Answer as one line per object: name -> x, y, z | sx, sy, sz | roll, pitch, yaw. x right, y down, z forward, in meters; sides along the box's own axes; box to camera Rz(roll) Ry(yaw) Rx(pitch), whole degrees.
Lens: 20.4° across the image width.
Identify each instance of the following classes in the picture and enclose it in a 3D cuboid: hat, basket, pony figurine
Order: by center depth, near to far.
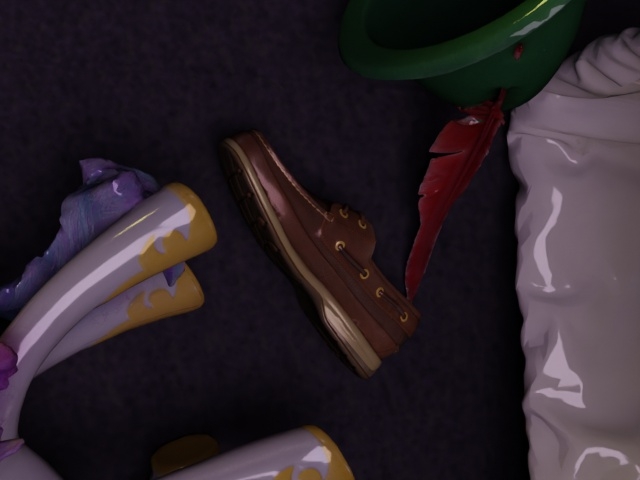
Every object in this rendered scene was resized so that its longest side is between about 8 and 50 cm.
pony figurine -> -0.200, 0.120, 0.958 | 0.363, 0.303, 0.351 | -37, 117, -19
basket -> 0.290, 0.043, 0.977 | 0.266, 0.328, 0.331 | 0, 84, -19
hat -> 0.122, -0.088, 1.041 | 0.183, 0.208, 0.173 | 54, 53, -30

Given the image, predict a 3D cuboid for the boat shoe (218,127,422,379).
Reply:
boat shoe -> 0.000, 0.000, 1.065 | 0.060, 0.064, 0.178 | -37, 114, -9
